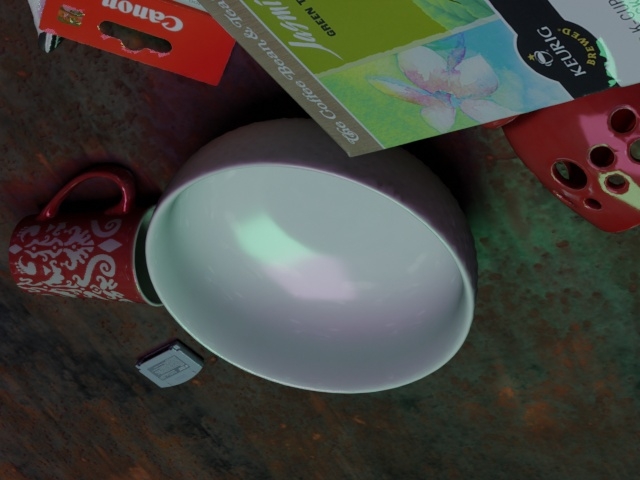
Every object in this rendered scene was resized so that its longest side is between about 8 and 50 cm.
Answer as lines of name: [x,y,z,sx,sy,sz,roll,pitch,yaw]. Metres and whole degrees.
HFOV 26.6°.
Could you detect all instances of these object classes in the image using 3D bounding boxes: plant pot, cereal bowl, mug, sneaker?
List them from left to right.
sneaker: [-0.264,-0.230,1.308,0.044,0.040,0.109,23,133,8]
mug: [-0.251,-0.002,1.515,0.169,0.150,0.113,-1,172,24]
cereal bowl: [0.000,0.000,1.389,0.339,0.141,0.339,9,138,8]
plant pot: [0.234,-0.128,1.147,0.174,0.191,0.191,33,135,-15]

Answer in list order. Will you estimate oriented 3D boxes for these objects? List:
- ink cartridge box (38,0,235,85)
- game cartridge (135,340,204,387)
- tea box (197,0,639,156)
ink cartridge box: [-0.147,-0.238,1.219,0.189,0.066,0.232,17,129,-11]
game cartridge: [-0.188,0.158,1.709,0.083,0.017,0.056,-27,119,37]
tea box: [0.118,-0.266,0.882,0.220,0.329,0.324,43,146,-26]
